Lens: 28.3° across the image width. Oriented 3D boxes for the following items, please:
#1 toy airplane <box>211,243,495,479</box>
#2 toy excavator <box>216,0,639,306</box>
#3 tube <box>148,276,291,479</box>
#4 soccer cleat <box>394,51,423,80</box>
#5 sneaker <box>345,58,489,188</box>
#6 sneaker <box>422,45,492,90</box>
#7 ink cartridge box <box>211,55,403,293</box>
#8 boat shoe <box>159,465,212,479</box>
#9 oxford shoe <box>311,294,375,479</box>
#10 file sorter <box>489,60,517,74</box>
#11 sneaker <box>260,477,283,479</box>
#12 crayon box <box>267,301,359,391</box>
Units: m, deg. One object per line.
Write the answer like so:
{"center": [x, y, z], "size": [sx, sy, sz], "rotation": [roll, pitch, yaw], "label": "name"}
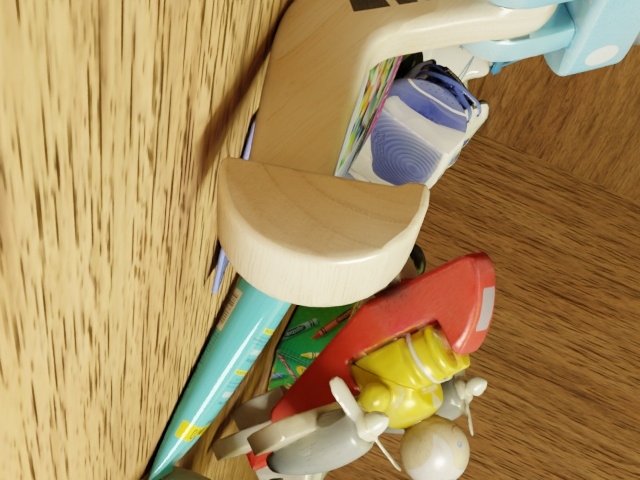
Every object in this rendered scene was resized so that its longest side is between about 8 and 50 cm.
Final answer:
{"center": [0.060, 0.213, 1.584], "size": [0.386, 0.272, 0.384], "rotation": [-36, 160, -26], "label": "toy airplane"}
{"center": [0.104, -0.197, 0.893], "size": [0.222, 0.445, 0.432], "rotation": [100, -26, -67], "label": "toy excavator"}
{"center": [-0.099, 0.130, 1.167], "size": [0.207, 0.052, 0.080], "rotation": [-60, 166, 4], "label": "tube"}
{"center": [0.110, -0.188, 1.548], "size": [0.060, 0.072, 0.179], "rotation": [-43, 175, -8], "label": "soccer cleat"}
{"center": [0.104, -0.135, 1.391], "size": [0.182, 0.127, 0.315], "rotation": [-51, 178, -15], "label": "sneaker"}
{"center": [0.135, -0.155, 1.743], "size": [0.111, 0.129, 0.297], "rotation": [-60, 173, -56], "label": "sneaker"}
{"center": [0.005, -0.100, 1.066], "size": [0.311, 0.065, 0.185], "rotation": [-57, 170, -48], "label": "ink cartridge box"}
{"center": [-0.140, 0.269, 1.162], "size": [0.227, 0.079, 0.081], "rotation": [-23, 133, -87], "label": "boat shoe"}
{"center": [0.080, 0.210, 1.962], "size": [0.449, 0.130, 0.169], "rotation": [-58, 173, -48], "label": "oxford shoe"}
{"center": [0.250, -0.336, 1.706], "size": [0.105, 0.170, 0.118], "rotation": [-21, 163, -10], "label": "file sorter"}
{"center": [-0.082, 0.341, 1.372], "size": [0.343, 0.134, 0.146], "rotation": [147, -68, -77], "label": "sneaker"}
{"center": [-0.011, 0.167, 1.999], "size": [0.278, 0.081, 0.165], "rotation": [103, 12, -64], "label": "crayon box"}
